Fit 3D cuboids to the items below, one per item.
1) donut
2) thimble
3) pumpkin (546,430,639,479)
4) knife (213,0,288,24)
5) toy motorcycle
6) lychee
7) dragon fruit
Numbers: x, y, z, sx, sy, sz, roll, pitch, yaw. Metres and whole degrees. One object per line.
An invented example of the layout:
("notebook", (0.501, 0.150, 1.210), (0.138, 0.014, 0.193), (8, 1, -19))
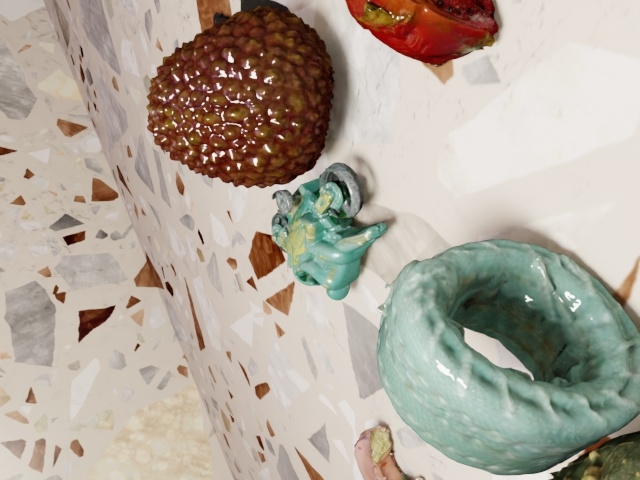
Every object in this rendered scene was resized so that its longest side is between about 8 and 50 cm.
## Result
("donut", (0.121, 0.418, 0.862), (0.166, 0.065, 0.117), (60, 147, 20))
("thimble", (0.165, 0.104, 0.463), (0.235, 0.198, 0.143), (24, 138, 7))
("pumpkin", (0.274, 0.285, 0.329), (0.291, 0.257, 0.328), (46, 131, -3))
("knife", (-0.124, -0.389, 0.836), (0.245, 0.019, 0.072), (34, 130, 42))
("toy motorcycle", (0.001, -0.001, 0.772), (0.198, 0.109, 0.296), (62, 150, 9))
("lychee", (-0.112, -0.193, 0.686), (0.271, 0.271, 0.271), (35, 135, 45))
("dragon fruit", (0.074, -0.231, 0.477), (0.120, 0.161, 0.127), (-29, 71, 58))
